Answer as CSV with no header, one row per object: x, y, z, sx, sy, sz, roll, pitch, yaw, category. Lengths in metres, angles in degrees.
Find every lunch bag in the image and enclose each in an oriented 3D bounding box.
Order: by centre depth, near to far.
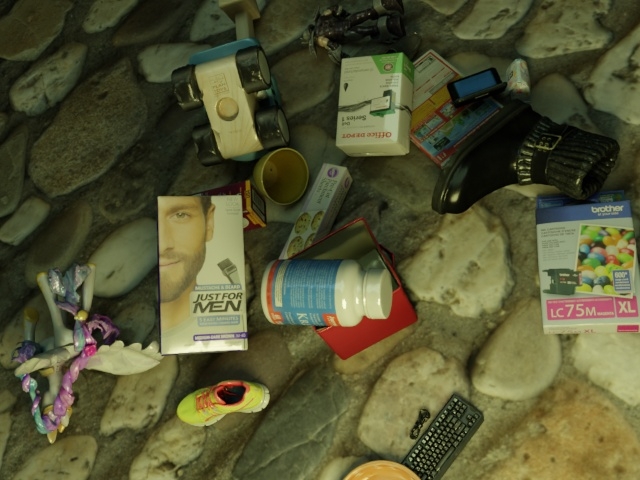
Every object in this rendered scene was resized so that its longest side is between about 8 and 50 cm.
0.454,-0.366,1.603,0.053,0.083,0.071,-5,64,17,lunch bag

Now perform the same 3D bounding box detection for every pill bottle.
0.013,0.095,1.280,0.221,0.124,0.124,-1,64,20,pill bottle

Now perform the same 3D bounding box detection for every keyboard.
0.221,0.380,1.349,0.108,0.023,0.180,35,79,30,keyboard

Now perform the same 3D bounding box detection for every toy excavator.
-0.210,-0.435,1.808,0.222,0.445,0.433,-14,104,12,toy excavator

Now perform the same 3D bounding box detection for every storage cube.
0.068,0.104,1.441,0.215,0.193,0.184,-29,59,3,storage cube

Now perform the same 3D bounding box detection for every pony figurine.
-0.566,0.238,1.585,0.351,0.302,0.363,-37,56,37,pony figurine

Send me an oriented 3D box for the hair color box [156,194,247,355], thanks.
-0.261,0.075,1.524,0.185,0.110,0.339,-2,81,-13,hair color box

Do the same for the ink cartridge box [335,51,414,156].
0.129,-0.317,1.651,0.160,0.092,0.219,0,81,25,ink cartridge box

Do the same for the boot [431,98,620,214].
0.425,-0.138,1.459,0.348,0.131,0.260,-45,59,-13,boot

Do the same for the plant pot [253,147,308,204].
-0.110,-0.157,1.684,0.095,0.134,0.134,13,68,52,plant pot

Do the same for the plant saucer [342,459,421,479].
0.118,0.516,1.304,0.200,0.037,0.200,-9,64,18,plant saucer

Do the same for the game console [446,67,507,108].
0.359,-0.360,1.615,0.122,0.107,0.071,-19,88,10,game console

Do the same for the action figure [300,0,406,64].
0.077,-0.553,1.828,0.285,0.099,0.185,-6,70,21,action figure

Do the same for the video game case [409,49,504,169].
0.279,-0.320,1.676,0.204,0.025,0.285,-39,58,-3,video game case

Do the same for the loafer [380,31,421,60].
0.189,-0.461,1.748,0.062,0.061,0.170,44,88,5,loafer

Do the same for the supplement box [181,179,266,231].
-0.236,-0.069,1.687,0.188,0.104,0.081,-13,62,14,supplement box

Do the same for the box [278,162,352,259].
-0.021,-0.025,1.603,0.067,0.063,0.324,17,71,25,box

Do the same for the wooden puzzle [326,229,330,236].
0.000,0.000,1.626,0.083,0.006,0.049,-12,61,14,wooden puzzle

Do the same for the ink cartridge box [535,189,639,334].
0.529,0.031,1.393,0.185,0.065,0.311,-4,61,18,ink cartridge box

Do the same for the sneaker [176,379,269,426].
-0.219,0.335,1.485,0.208,0.094,0.081,-18,62,12,sneaker
